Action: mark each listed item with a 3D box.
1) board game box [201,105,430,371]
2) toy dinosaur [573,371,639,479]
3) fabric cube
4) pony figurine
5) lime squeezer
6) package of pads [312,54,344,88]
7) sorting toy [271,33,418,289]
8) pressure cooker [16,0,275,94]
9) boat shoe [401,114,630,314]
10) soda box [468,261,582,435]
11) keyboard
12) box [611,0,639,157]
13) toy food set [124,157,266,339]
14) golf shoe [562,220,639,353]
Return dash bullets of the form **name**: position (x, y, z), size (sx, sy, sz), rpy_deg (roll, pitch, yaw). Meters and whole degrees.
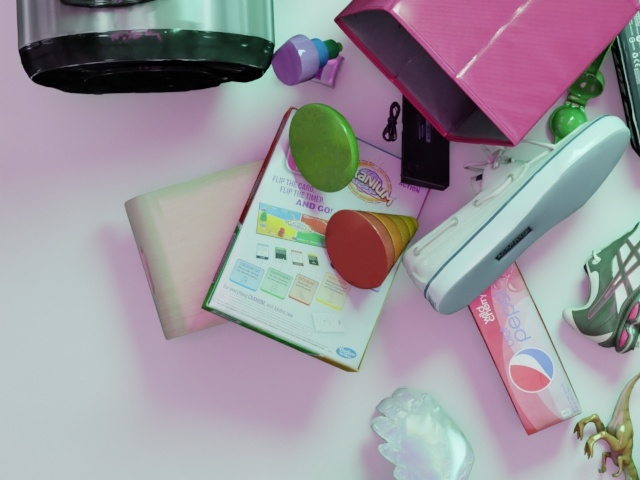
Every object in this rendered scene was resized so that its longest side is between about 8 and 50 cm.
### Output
- **board game box**: position (0.000, 0.000, 1.800), size (0.242, 0.064, 0.317), rpy_deg (25, 79, -9)
- **toy dinosaur**: position (0.437, 0.275, 1.826), size (0.112, 0.064, 0.212), rpy_deg (-3, 99, -11)
- **fabric cube**: position (0.218, -0.309, 1.685), size (0.259, 0.254, 0.258), rpy_deg (44, 85, -16)
- **pony figurine**: position (0.127, 0.415, 1.743), size (0.351, 0.363, 0.303), rpy_deg (38, 102, 21)
- **lime squeezer**: position (0.375, -0.184, 1.808), size (0.058, 0.110, 0.310), rpy_deg (13, 123, -10)
- **package of pads**: position (-0.010, -0.266, 1.880), size (0.083, 0.032, 0.050), rpy_deg (19, 91, 6)
- **sorting toy**: position (0.049, -0.121, 1.743), size (0.126, 0.127, 0.366), rpy_deg (-23, 96, -38)
- **pressure cooker**: position (-0.254, -0.429, 1.743), size (0.375, 0.370, 0.420), rpy_deg (-2, 89, 48)
- **boat shoe**: position (0.258, -0.070, 1.755), size (0.367, 0.136, 0.156), rpy_deg (-45, 61, 8)
- **soda box**: position (0.289, 0.145, 1.822), size (0.092, 0.083, 0.263), rpy_deg (-25, 88, 6)
- **keyboard**: position (0.139, -0.164, 1.821), size (0.108, 0.023, 0.180), rpy_deg (13, 64, -22)
- **box**: position (0.557, -0.340, 1.733), size (0.318, 0.097, 0.395), rpy_deg (-15, 106, 8)
- **toy food set**: position (-0.121, 0.004, 1.875), size (0.306, 0.092, 0.220), rpy_deg (-17, 88, -2)
- **golf shoe**: position (0.449, 0.024, 1.796), size (0.120, 0.105, 0.273), rpy_deg (23, 92, 13)
